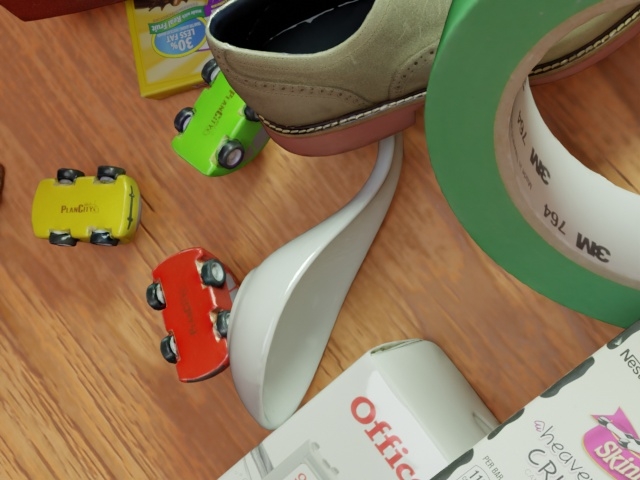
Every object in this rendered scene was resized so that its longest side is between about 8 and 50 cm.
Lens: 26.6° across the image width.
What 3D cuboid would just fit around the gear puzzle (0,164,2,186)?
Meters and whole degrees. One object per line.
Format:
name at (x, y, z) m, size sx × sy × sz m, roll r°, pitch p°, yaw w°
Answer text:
gear puzzle at (-0.373, 0.085, 1.167) m, size 0.176 × 0.044 × 0.338 m, roll 10°, pitch 95°, yaw 24°

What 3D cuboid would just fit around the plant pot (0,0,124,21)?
plant pot at (-0.140, -0.318, 0.942) m, size 0.236 × 0.267 × 0.267 m, roll 1°, pitch 82°, yaw 12°

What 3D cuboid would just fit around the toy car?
toy car at (-0.094, -0.040, 1.023) m, size 0.239 × 0.053 × 0.225 m, roll 39°, pitch 103°, yaw 30°

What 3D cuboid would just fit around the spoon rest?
spoon rest at (0.000, 0.000, 0.960) m, size 0.084 × 0.137 × 0.276 m, roll 11°, pitch 83°, yaw 16°

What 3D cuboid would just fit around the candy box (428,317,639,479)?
candy box at (0.160, 0.168, 0.795) m, size 0.233 × 0.071 × 0.159 m, roll -39°, pitch 77°, yaw 5°

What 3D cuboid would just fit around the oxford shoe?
oxford shoe at (0.092, -0.163, 0.841) m, size 0.348 × 0.130 × 0.123 m, roll -27°, pitch 58°, yaw 15°

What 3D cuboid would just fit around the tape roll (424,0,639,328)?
tape roll at (0.222, -0.071, 0.763) m, size 0.321 × 0.077 × 0.321 m, roll 11°, pitch 138°, yaw 10°

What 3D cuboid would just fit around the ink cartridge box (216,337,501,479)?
ink cartridge box at (0.015, 0.232, 0.949) m, size 0.283 × 0.117 × 0.207 m, roll -43°, pitch 74°, yaw 19°

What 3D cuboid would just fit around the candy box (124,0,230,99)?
candy box at (-0.054, -0.181, 1.029) m, size 0.206 × 0.027 × 0.105 m, roll -12°, pitch 88°, yaw 24°
